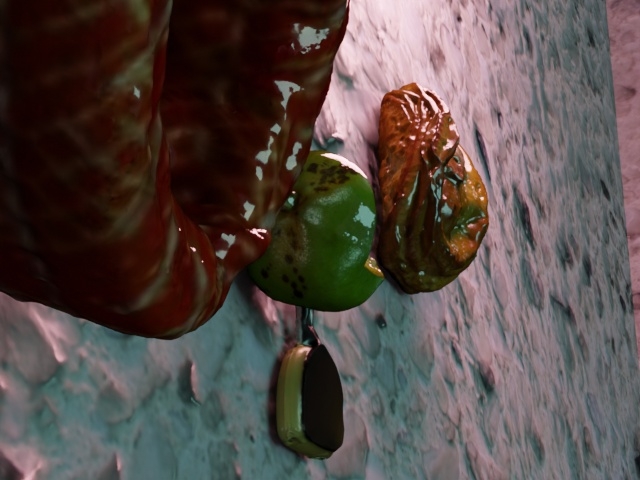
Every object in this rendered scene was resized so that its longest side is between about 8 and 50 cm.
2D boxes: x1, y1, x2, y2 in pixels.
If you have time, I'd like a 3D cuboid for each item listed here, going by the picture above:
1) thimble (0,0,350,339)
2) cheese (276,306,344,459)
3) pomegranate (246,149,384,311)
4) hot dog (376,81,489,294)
[{"bbox_3d":[-0.127,-0.136,0.695,0.350,0.230,0.350,16,90,-73],"label":"thimble"},{"bbox_3d":[-0.013,0.117,1.163,0.086,0.036,0.162,36,46,-51],"label":"cheese"},{"bbox_3d":[-0.010,0.007,1.135,0.122,0.143,0.169,-39,155,-22],"label":"pomegranate"},{"bbox_3d":[0.132,-0.072,1.476,0.175,0.114,0.259,48,38,-48],"label":"hot dog"}]
